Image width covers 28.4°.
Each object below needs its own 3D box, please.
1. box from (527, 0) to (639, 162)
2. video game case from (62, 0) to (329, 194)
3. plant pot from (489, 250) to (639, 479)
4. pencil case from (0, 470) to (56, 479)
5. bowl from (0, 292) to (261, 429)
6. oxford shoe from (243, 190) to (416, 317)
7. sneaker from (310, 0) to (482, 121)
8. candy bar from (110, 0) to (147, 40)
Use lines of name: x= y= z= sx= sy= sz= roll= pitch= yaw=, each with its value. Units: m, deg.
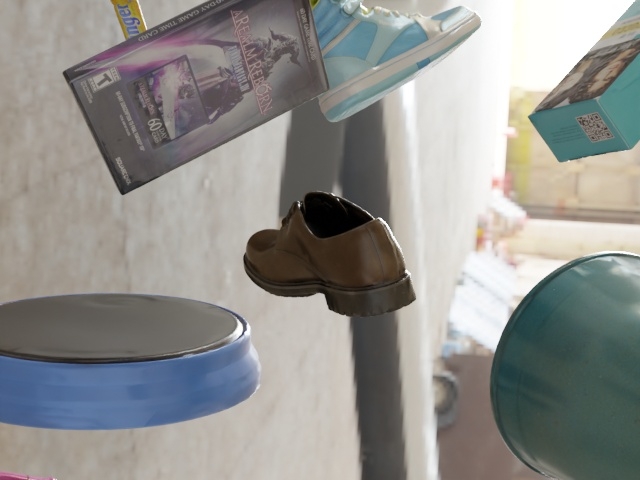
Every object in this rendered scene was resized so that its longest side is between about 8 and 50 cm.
box: x=0.311 y=-0.177 z=1.209 sx=0.244 sy=0.100 sz=0.060 roll=-46 pitch=108 yaw=-25
video game case: x=-0.127 y=-0.175 z=1.392 sx=0.026 sy=0.274 sz=0.196 roll=57 pitch=-10 yaw=35
plant pot: x=0.357 y=0.174 z=1.315 sx=0.255 sy=0.272 sz=0.271 roll=-147 pitch=-125 yaw=-63
pencil case: x=-0.461 y=0.347 z=1.683 sx=0.095 sy=0.209 sz=0.098 roll=-97 pitch=-156 yaw=-44
bowl: x=-0.268 y=0.137 z=1.566 sx=0.391 sy=0.391 sz=0.077 roll=-43 pitch=136 yaw=-75
oxford shoe: x=0.000 y=0.000 z=1.078 sx=0.083 sy=0.227 sz=0.096 roll=-21 pitch=104 yaw=-30
sneaker: x=0.091 y=-0.341 z=1.965 sx=0.208 sy=0.319 sz=0.127 roll=57 pitch=-27 yaw=2
candy bar: x=-0.247 y=-0.268 z=1.728 sx=0.018 sy=0.040 sz=0.161 roll=10 pitch=62 yaw=-87
